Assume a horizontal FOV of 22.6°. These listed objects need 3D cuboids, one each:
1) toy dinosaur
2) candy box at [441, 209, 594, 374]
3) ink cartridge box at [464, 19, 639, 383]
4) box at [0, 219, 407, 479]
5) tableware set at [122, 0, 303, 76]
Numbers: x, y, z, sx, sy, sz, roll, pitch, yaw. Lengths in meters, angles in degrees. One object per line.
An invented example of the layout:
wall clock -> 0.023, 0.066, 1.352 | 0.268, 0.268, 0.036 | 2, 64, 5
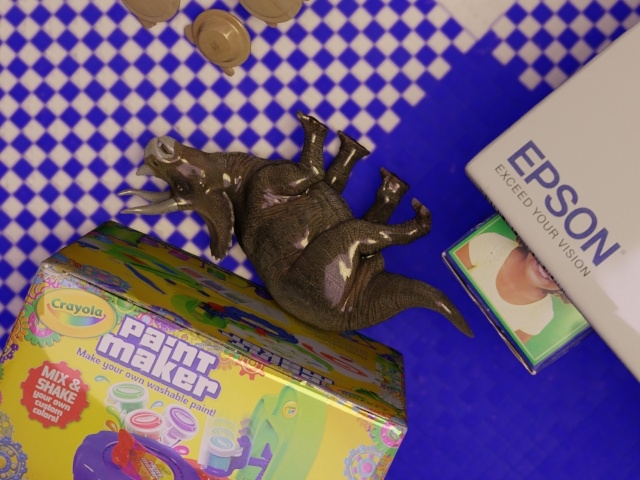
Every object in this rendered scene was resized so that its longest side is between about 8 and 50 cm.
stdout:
toy dinosaur -> 0.000, 0.000, 1.330 | 0.313, 0.121, 0.160 | 40, 99, 15
candy box -> 0.258, -0.042, 1.244 | 0.317, 0.268, 0.122 | -39, 85, 7
ink cartridge box -> 0.322, -0.028, 1.060 | 0.330, 0.071, 0.324 | -41, 79, 7
box -> -0.097, 0.132, 1.280 | 0.290, 0.279, 0.177 | 25, 97, 0
tableware set -> -0.093, -0.212, 1.327 | 0.141, 0.020, 0.169 | 43, 135, -6
